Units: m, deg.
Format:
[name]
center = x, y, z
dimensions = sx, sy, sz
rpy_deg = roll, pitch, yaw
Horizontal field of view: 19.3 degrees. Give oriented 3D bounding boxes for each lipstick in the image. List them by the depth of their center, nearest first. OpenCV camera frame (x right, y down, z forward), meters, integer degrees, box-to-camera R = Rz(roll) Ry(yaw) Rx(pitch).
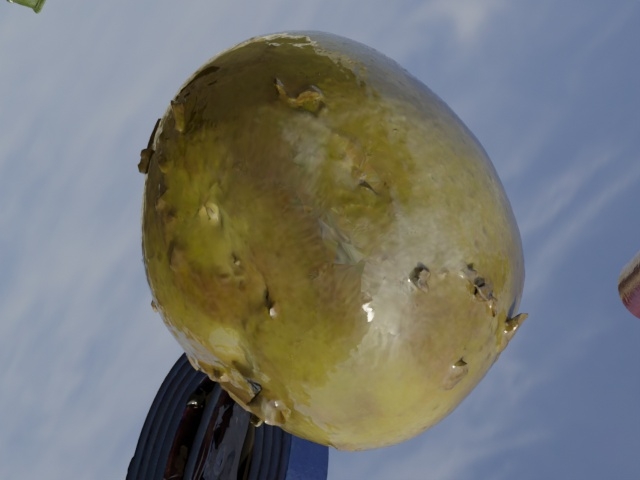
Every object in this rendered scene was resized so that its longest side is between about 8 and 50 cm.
[lipstick]
center = 0.360, 0.017, 1.892
dimensions = 0.241, 0.080, 0.080
rpy_deg = 104, 5, -73

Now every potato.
[potato]
center = 0.000, 0.000, 1.907
dimensions = 0.385, 0.442, 0.319
rpy_deg = -37, 177, 2

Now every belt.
[belt]
center = -0.108, 0.283, 2.200
dimensions = 0.212, 0.117, 0.347
rpy_deg = 3, -112, 27

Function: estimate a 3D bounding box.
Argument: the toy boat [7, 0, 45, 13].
[toy boat]
center = -0.348, -0.391, 2.285
dimensions = 0.293, 0.093, 0.055
rpy_deg = 107, 6, -57
